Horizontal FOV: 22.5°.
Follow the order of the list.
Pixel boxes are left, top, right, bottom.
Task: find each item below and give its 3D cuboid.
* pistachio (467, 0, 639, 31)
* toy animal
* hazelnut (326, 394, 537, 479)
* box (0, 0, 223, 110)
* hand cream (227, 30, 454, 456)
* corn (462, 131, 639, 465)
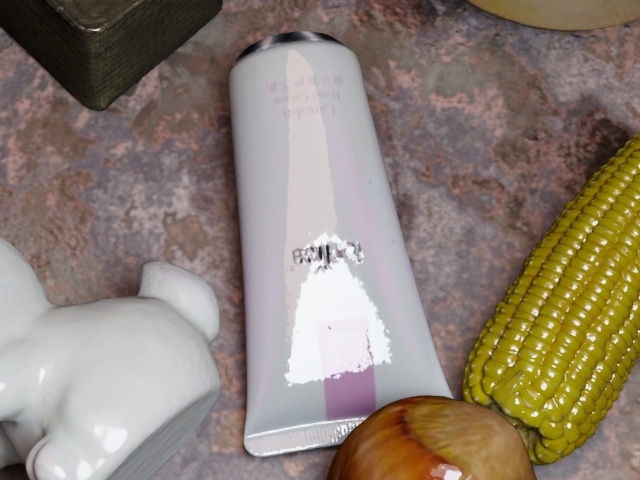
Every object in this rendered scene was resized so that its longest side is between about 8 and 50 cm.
[{"bbox_3d":[0.217,-0.295,1.524,0.260,0.163,0.212,37,87,-4],"label":"pistachio"},{"bbox_3d":[-0.259,0.061,1.289,0.368,0.196,0.241,32,59,6],"label":"toy animal"},{"bbox_3d":[0.088,0.210,1.270,0.182,0.182,0.182,2,66,-5],"label":"hazelnut"},{"bbox_3d":[-0.230,-0.283,1.470,0.273,0.143,0.184,43,69,13],"label":"box"},{"bbox_3d":[0.000,0.000,1.392,0.186,0.118,0.358,-7,74,-12],"label":"hand cream"},{"bbox_3d":[0.244,0.035,1.391,0.131,0.131,0.344,34,64,9],"label":"corn"}]
